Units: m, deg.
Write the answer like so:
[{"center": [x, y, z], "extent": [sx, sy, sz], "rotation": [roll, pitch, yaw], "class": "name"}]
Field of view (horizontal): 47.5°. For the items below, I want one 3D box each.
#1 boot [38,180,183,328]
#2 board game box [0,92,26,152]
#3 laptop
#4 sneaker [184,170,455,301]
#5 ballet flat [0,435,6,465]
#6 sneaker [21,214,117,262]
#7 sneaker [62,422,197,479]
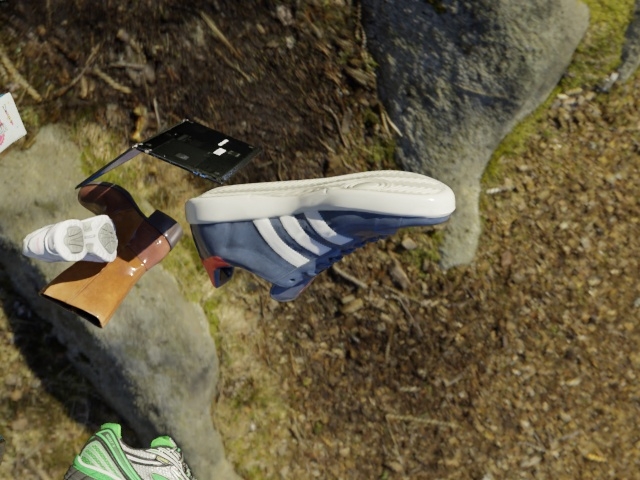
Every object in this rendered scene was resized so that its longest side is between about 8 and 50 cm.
[{"center": [-0.463, 0.024, 1.486], "extent": [0.264, 0.280, 0.096], "rotation": [31, 146, 10], "class": "boot"}, {"center": [-0.778, -0.189, 1.435], "extent": [0.303, 0.224, 0.097], "rotation": [-8, 118, 9], "class": "board game box"}, {"center": [-0.283, -0.138, 1.388], "extent": [0.264, 0.234, 0.136], "rotation": [23, 115, 4], "class": "laptop"}, {"center": [0.000, 0.000, 0.913], "extent": [0.350, 0.131, 0.148], "rotation": [-2, 104, 26], "class": "sneaker"}, {"center": [-0.698, 0.423, 1.388], "extent": [0.080, 0.232, 0.073], "rotation": [-3, 82, 27], "class": "ballet flat"}, {"center": [-0.459, -0.001, 1.336], "extent": [0.115, 0.232, 0.090], "rotation": [-4, 86, 13], "class": "sneaker"}, {"center": [-0.258, 0.424, 1.260], "extent": [0.344, 0.134, 0.146], "rotation": [26, 66, -4], "class": "sneaker"}]
